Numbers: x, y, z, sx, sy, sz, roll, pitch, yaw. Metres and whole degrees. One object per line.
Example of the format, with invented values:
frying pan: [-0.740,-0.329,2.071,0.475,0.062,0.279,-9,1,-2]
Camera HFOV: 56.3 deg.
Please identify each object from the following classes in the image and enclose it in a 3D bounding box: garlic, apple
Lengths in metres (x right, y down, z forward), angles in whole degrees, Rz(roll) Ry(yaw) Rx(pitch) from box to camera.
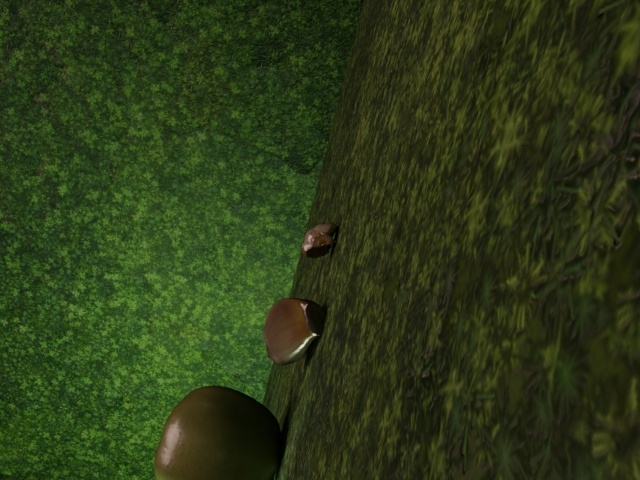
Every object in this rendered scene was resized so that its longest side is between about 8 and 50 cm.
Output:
garlic: [-0.001,-0.002,1.520,0.113,0.074,0.094,-36,-11,13]
garlic: [-0.064,0.214,1.465,0.318,0.112,0.143,125,136,-61]
apple: [-0.280,0.588,1.680,0.357,0.357,0.357,-167,90,-86]
